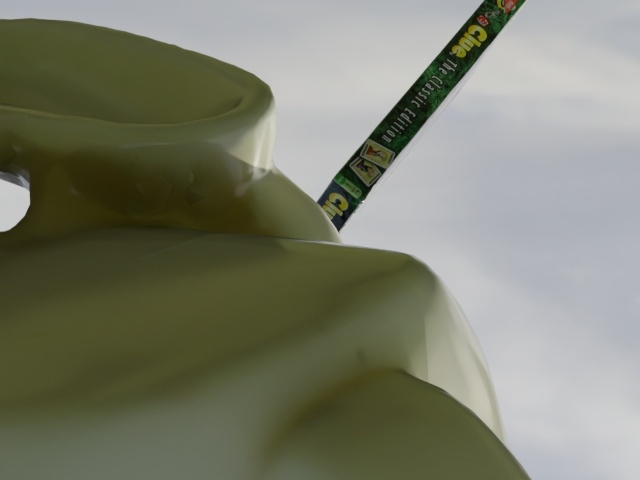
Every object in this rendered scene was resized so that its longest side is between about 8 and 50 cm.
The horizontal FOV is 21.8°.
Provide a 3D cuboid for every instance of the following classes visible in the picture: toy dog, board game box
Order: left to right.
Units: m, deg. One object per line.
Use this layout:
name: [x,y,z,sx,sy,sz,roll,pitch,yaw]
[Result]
toy dog: [-0.069,0.171,0.511,0.395,0.408,0.284,13,-152,27]
board game box: [0.059,-0.079,1.195,0.030,0.136,0.260,40,-126,0]
